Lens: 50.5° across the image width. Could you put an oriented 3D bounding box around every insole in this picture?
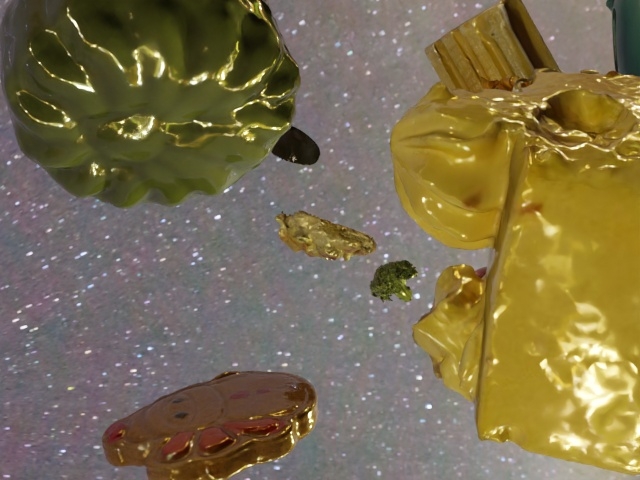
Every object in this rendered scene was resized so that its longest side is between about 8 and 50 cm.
[{"bbox_3d":[-0.085,-0.186,1.185,0.188,0.064,0.004,30,-157,4],"label":"insole"}]

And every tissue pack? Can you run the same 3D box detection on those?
[{"bbox_3d":[0.685,-0.397,1.350,0.198,0.206,0.287,-54,-46,-59],"label":"tissue pack"}]

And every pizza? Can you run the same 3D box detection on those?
[{"bbox_3d":[0.000,0.000,1.681,0.223,0.323,0.089,20,-98,-22],"label":"pizza"}]

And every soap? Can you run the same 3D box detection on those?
[{"bbox_3d":[0.303,-0.234,1.094,0.089,0.173,0.274,-39,-78,-30],"label":"soap"}]

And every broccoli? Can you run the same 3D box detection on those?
[{"bbox_3d":[0.150,0.084,1.360,0.092,0.095,0.097,34,-91,-15],"label":"broccoli"}]

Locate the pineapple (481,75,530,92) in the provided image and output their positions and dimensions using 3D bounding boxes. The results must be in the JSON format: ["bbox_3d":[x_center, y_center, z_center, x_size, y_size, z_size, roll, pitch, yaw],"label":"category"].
[{"bbox_3d":[0.338,-0.123,0.917,0.249,0.164,0.140,28,-101,-22],"label":"pineapple"}]

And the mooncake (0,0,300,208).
[{"bbox_3d":[-0.207,-0.197,0.849,0.356,0.356,0.194,9,-135,-42],"label":"mooncake"}]

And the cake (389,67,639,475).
[{"bbox_3d":[0.193,0.006,0.473,0.222,0.286,0.227,-52,-34,-58],"label":"cake"}]

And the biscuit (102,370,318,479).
[{"bbox_3d":[-0.190,0.319,1.198,0.381,0.359,0.074,-8,-82,-11],"label":"biscuit"}]

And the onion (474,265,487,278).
[{"bbox_3d":[0.488,0.188,1.842,0.246,0.190,0.246,3,-94,-50],"label":"onion"}]
